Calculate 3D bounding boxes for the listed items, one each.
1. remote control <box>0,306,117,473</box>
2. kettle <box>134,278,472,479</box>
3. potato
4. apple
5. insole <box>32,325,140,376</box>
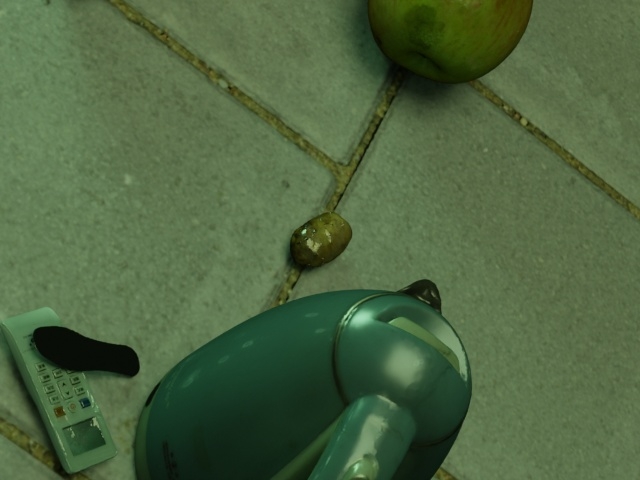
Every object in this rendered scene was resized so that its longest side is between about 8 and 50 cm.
[{"bbox_3d":[-0.252,0.143,1.555,0.061,0.029,0.162,-17,80,-44],"label":"remote control"},{"bbox_3d":[-0.005,0.191,1.489,0.247,0.342,0.319,35,54,-14],"label":"kettle"},{"bbox_3d":[0.000,0.000,1.778,0.083,0.040,0.051,-31,98,-37],"label":"potato"},{"bbox_3d":[0.152,-0.278,1.921,0.196,0.196,0.196,14,60,-26],"label":"apple"},{"bbox_3d":[-0.226,0.109,1.579,0.135,0.002,0.045,16,54,-47],"label":"insole"}]
